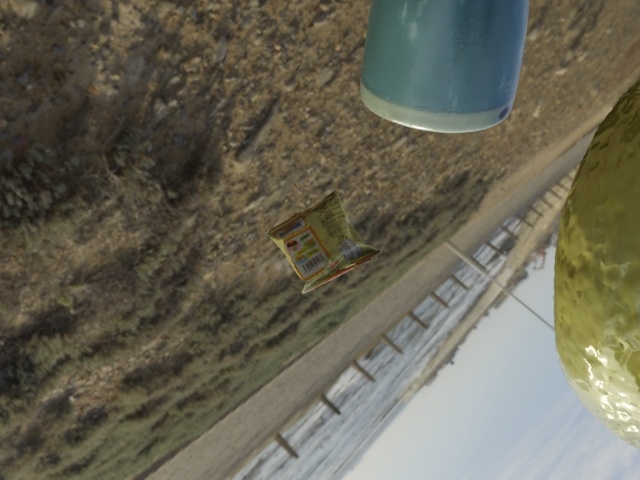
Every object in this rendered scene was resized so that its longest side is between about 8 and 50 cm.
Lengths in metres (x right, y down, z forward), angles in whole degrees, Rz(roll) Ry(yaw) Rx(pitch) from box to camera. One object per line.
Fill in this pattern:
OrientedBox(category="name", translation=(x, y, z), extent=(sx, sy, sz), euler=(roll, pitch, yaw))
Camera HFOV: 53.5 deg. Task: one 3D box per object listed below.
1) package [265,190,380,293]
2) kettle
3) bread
OrientedBox(category="package", translation=(0.001, 0.002, 0.798), extent=(0.108, 0.120, 0.031), euler=(-29, 148, -6))
OrientedBox(category="kettle", translation=(0.218, -0.383, 0.967), extent=(0.320, 0.247, 0.341), euler=(-34, 140, -39))
OrientedBox(category="bread", translation=(0.307, 0.011, 0.456), extent=(0.321, 0.238, 0.320), euler=(-29, 124, -54))
